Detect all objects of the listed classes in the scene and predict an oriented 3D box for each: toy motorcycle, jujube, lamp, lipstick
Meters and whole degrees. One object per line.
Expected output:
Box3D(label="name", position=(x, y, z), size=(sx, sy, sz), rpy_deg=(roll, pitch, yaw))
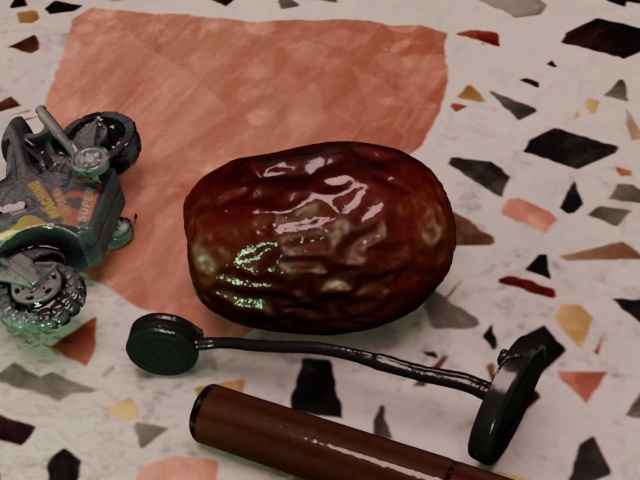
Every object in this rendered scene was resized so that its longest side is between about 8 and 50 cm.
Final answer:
Box3D(label="toy motorcycle", position=(-0.283, -0.026, 1.208), size=(0.173, 0.108, 0.307), rpy_deg=(-1, 44, 11))
Box3D(label="jujube", position=(0.000, 0.000, 1.104), size=(0.243, 0.183, 0.183), rpy_deg=(-7, 46, -6))
Box3D(label="lamp", position=(0.001, 0.120, 1.034), size=(0.371, 0.130, 0.108), rpy_deg=(7, 49, 7))
Box3D(label="lipstick", position=(0.057, 0.192, 0.999), size=(0.356, 0.057, 0.057), rpy_deg=(15, 49, 19))
